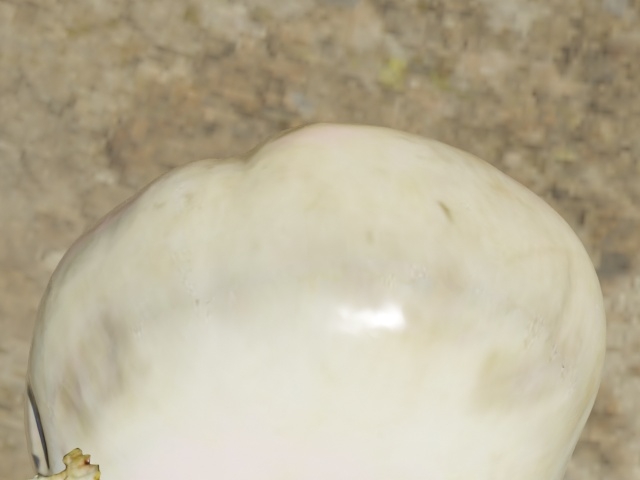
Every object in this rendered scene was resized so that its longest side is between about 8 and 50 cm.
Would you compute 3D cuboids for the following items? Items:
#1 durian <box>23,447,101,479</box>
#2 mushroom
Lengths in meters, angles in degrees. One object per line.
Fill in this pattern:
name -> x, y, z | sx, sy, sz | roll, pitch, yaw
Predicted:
durian -> -0.170, 0.274, 0.864 | 0.305, 0.196, 0.185 | -34, 134, -2
mushroom -> 0.015, 0.080, 1.144 | 0.325, 0.353, 0.353 | 3, 142, 35
